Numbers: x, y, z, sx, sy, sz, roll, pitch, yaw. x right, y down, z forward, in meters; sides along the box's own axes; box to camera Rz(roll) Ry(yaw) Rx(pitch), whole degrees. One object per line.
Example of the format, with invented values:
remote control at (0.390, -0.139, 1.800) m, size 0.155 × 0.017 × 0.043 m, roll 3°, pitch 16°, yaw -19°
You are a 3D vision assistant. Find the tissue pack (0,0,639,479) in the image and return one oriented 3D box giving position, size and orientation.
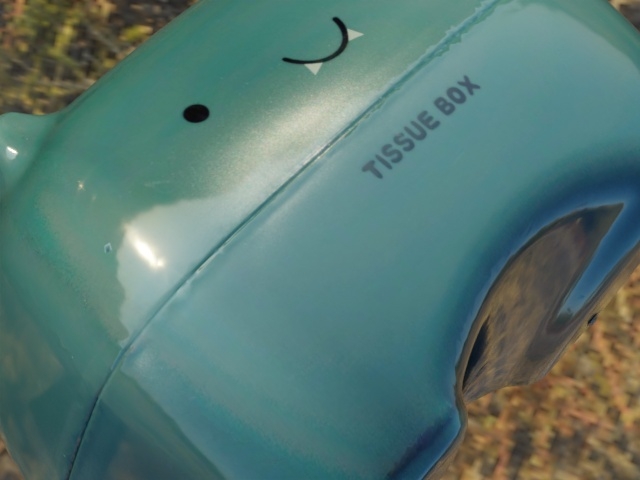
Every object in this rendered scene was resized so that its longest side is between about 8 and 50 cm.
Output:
tissue pack at (0.000, 0.000, 0.714) m, size 0.287 × 0.206 × 0.198 m, roll -42°, pitch 166°, yaw -33°
